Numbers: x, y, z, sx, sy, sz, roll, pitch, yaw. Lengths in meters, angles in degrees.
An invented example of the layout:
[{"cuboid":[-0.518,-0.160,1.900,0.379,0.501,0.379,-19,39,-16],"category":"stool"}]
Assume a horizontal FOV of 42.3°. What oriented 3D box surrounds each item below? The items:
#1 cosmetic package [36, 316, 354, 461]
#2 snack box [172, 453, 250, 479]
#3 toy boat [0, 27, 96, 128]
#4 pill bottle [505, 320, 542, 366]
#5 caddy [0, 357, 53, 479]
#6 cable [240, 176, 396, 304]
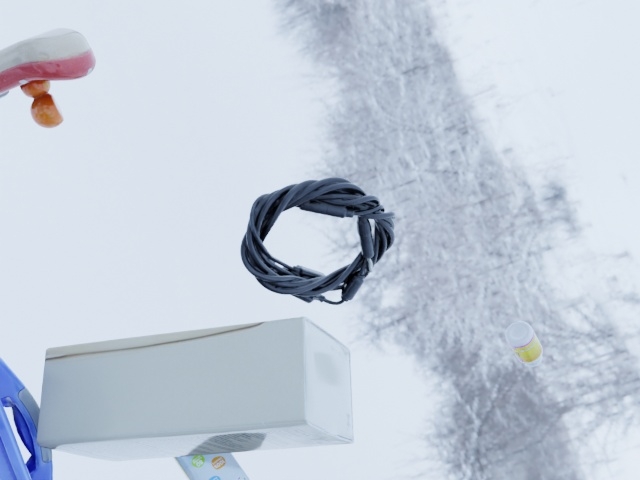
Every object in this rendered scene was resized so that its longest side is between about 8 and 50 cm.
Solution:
[{"cuboid":[-0.133,0.171,0.911,0.160,0.309,0.113,48,-144,-62],"category":"cosmetic package"},{"cuboid":[-0.162,0.301,1.147,0.207,0.070,0.174,54,164,9],"category":"snack box"},{"cuboid":[-0.483,-0.264,1.410,0.151,0.231,0.151,67,-156,-19],"category":"toy boat"},{"cuboid":[0.322,0.165,1.299,0.083,0.043,0.043,53,-162,-41],"category":"pill bottle"},{"cuboid":[-0.381,0.231,0.884,0.241,0.179,0.341,9,117,57],"category":"caddy"},{"cuboid":[0.000,0.000,0.892,0.184,0.150,0.047,32,-157,-38],"category":"cable"}]
